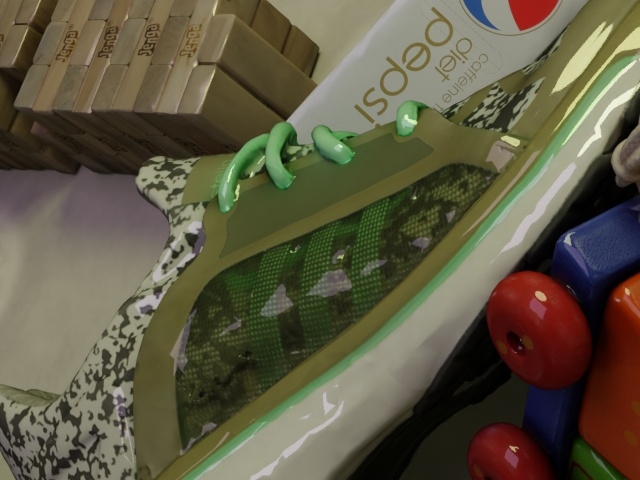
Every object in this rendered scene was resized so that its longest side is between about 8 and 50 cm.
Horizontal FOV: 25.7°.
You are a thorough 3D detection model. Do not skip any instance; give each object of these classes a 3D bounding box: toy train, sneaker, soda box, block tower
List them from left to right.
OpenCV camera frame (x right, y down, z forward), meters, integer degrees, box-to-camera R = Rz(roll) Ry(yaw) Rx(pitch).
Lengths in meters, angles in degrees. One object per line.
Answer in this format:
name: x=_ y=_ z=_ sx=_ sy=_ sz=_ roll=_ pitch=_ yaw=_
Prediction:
block tower: x=-0.151 y=-0.097 z=0.850 sx=0.336 sy=0.097 sz=0.091 roll=6 pitch=70 yaw=39
sneaker: x=0.000 y=0.000 z=0.587 sx=0.410 sy=0.158 sz=0.182 roll=-46 pitch=72 yaw=5
soda box: x=0.067 y=-0.096 z=0.670 sx=0.069 sy=0.074 sz=0.216 roll=42 pitch=97 yaw=1
toy train: x=0.136 y=0.041 z=0.453 sx=0.105 sy=0.248 sz=0.143 roll=-26 pitch=52 yaw=-23
